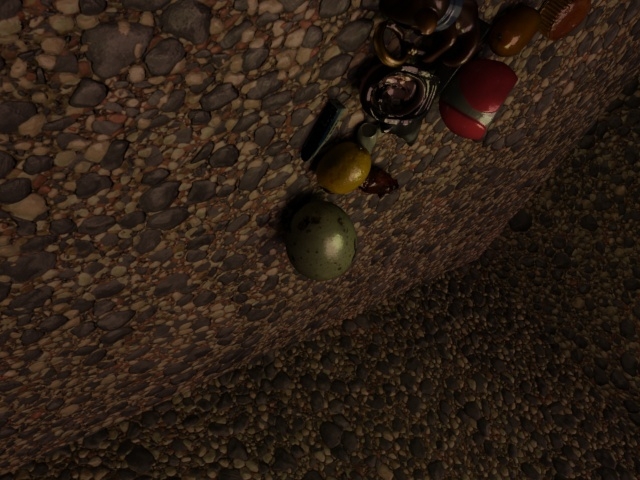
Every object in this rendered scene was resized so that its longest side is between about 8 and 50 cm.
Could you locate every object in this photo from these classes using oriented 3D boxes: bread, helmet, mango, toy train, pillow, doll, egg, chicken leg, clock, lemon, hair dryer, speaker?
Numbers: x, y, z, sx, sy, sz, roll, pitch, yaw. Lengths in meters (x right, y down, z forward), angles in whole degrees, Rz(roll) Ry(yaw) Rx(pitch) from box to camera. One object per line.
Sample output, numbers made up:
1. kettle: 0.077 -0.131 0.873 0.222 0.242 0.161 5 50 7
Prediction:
1. bread: 0.911 -0.847 1.937 0.199 0.104 0.199 -27 152 -16
2. helmet: 0.231 -0.478 1.644 0.254 0.154 0.198 -14 136 -34
3. mango: 0.691 -0.743 1.825 0.221 0.120 0.151 -41 159 -6
4. toy train: 0.004 -0.353 1.705 0.051 0.052 0.233 -17 149 -45
5. pillow: 0.296 -0.444 1.829 0.250 0.106 0.185 4 99 -56
6. doll: 0.313 -0.639 1.464 0.340 0.209 0.317 -8 111 -49
7. egg: 0.000 0.000 2.051 0.288 0.287 0.379 -31 141 -12
8. chicken leg: 0.185 -0.235 2.112 0.407 0.095 0.158 -8 163 -43
9. clock: 0.447 -0.597 1.703 0.280 0.055 0.280 -52 179 -1
10. lemon: 0.083 -0.257 1.846 0.207 0.170 0.170 -44 154 20
11. hair dryer: 0.225 -0.396 1.927 0.237 0.075 0.206 -38 164 -16
12. speaker: 0.581 -0.522 1.892 0.294 0.294 0.294 -29 154 -15
